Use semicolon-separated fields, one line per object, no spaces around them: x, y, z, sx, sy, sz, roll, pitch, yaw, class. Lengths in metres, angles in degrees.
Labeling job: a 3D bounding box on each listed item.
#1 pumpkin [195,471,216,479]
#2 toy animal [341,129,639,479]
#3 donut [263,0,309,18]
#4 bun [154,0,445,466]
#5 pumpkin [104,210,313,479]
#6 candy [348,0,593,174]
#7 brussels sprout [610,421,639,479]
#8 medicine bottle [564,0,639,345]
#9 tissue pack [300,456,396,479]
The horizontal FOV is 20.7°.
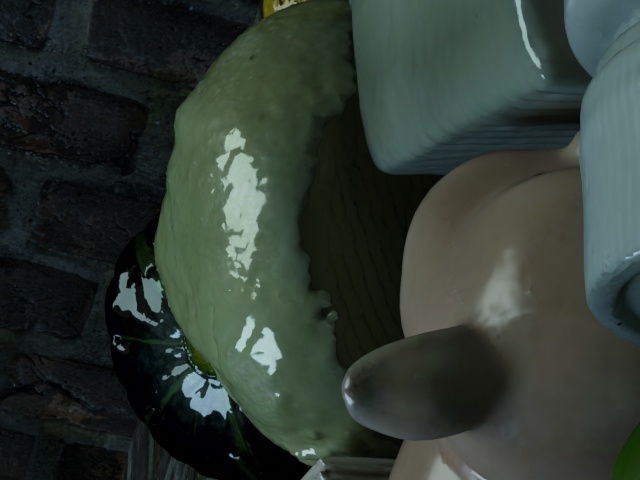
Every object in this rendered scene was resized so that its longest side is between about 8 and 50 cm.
-0.048;0.233;1.779;0.190;0.146;0.190;-16;70;53;pumpkin
0.127;0.099;0.935;0.269;0.237;0.326;-67;-13;-85;toy animal
0.058;-0.258;1.548;0.435;0.163;0.378;113;148;-48;donut
-0.005;0.001;1.312;0.364;0.202;0.364;18;-110;-62;bun
-0.038;0.082;1.639;0.296;0.296;0.296;-167;90;-79;pumpkin
0.156;-0.127;1.029;0.358;0.208;0.145;156;112;-75;candy
0.202;0.110;0.556;0.244;0.244;0.244;-167;90;-79;brussels sprout
0.207;-0.148;0.740;0.211;0.211;0.371;130;145;-67;medicine bottle
0.035;0.236;1.304;0.325;0.170;0.071;123;152;-62;tissue pack
